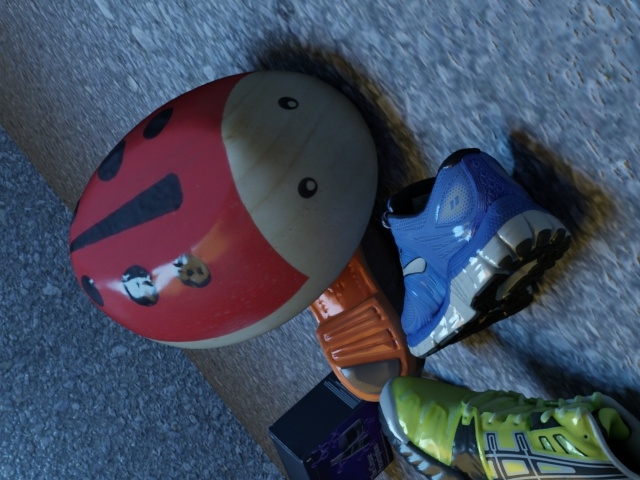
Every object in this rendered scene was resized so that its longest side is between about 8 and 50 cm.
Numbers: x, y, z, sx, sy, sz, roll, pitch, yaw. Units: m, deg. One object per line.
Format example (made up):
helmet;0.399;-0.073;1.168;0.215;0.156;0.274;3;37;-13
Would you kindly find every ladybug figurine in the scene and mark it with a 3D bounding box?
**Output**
ladybug figurine;-0.142;-0.031;1.091;0.449;0.162;0.305;-28;71;33

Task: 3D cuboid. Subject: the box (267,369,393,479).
box;0.025;0.377;1.738;0.103;0.184;0.261;39;158;35

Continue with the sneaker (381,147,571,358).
sneaker;0.138;0.011;0.945;0.147;0.130;0.330;61;162;19

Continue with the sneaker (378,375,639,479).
sneaker;0.238;0.210;0.973;0.384;0.145;0.147;20;113;28

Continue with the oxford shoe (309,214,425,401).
oxford shoe;0.025;0.015;1.168;0.130;0.133;0.364;-23;86;27
